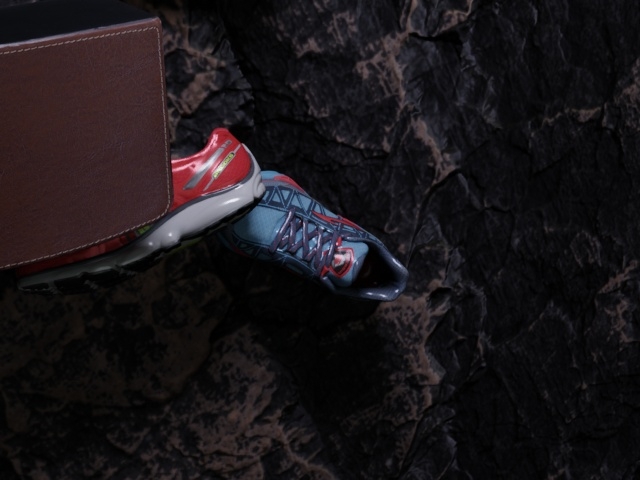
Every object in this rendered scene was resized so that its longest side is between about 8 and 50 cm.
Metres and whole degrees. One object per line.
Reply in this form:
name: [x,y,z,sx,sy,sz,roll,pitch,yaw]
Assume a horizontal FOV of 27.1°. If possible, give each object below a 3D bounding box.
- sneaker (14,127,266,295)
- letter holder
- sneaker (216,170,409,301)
sneaker: [-0.197,-0.031,1.389,0.279,0.107,0.118,-26,84,-11]
letter holder: [-0.307,-0.096,1.251,0.301,0.152,0.215,-16,116,-29]
sneaker: [0.000,0.000,1.501,0.261,0.125,0.104,22,93,-37]
